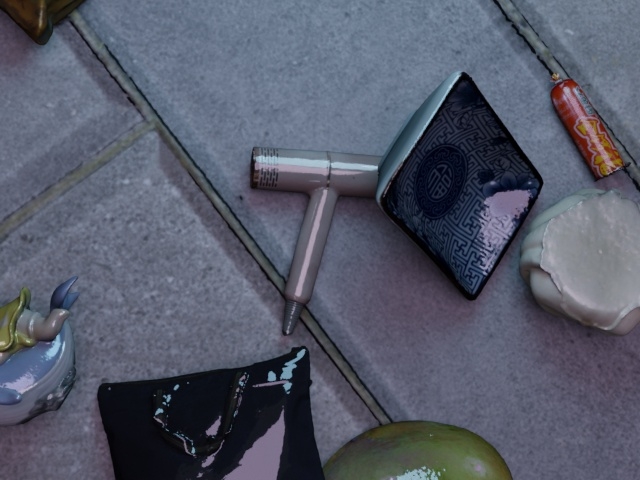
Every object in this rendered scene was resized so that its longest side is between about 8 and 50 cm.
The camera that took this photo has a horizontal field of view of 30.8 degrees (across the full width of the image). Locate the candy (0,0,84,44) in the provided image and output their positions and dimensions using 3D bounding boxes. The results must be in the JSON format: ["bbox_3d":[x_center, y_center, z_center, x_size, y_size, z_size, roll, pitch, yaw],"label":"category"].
[{"bbox_3d":[-0.267,-0.345,1.353,0.271,0.101,0.143,-42,84,-17],"label":"candy"}]

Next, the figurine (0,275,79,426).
[{"bbox_3d":[-0.346,0.115,1.272,0.184,0.128,0.208,42,71,2],"label":"figurine"}]

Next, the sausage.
[{"bbox_3d":[0.327,-0.145,1.435,0.050,0.048,0.145,-31,86,28],"label":"sausage"}]

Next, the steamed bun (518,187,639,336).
[{"bbox_3d":[0.325,0.025,1.384,0.183,0.106,0.182,2,79,-9],"label":"steamed bun"}]

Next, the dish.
[{"bbox_3d":[0.144,-0.065,1.341,0.182,0.080,0.243,-57,137,-11],"label":"dish"}]

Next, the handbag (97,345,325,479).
[{"bbox_3d":[-0.118,0.238,1.293,0.254,0.088,0.211,-10,75,5],"label":"handbag"}]

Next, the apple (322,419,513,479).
[{"bbox_3d":[0.106,0.298,1.316,0.265,0.120,0.193,-8,73,-11],"label":"apple"}]

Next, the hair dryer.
[{"bbox_3d":[0.012,0.004,1.368,0.195,0.053,0.220,3,83,-8],"label":"hair dryer"}]
